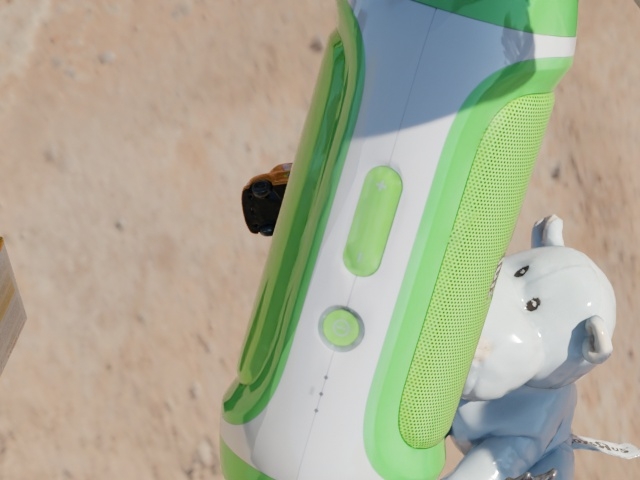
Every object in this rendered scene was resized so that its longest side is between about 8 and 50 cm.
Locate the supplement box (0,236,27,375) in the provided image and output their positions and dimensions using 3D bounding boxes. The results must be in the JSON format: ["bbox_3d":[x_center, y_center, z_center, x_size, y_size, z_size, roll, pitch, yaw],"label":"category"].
[{"bbox_3d":[-0.224,0.045,1.148,0.036,0.098,0.062,13,56,11],"label":"supplement box"}]

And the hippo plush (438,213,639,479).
[{"bbox_3d":[0.165,0.128,1.452,0.294,0.236,0.234,-4,54,-18],"label":"hippo plush"}]

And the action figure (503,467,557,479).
[{"bbox_3d":[0.104,0.218,0.872,0.141,0.275,0.164,42,95,-10],"label":"action figure"}]

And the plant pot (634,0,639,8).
[{"bbox_3d":[0.314,-0.227,1.001,0.293,0.235,0.293,0,97,-1],"label":"plant pot"}]

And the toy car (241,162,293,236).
[{"bbox_3d":[0.000,0.000,1.052,0.060,0.122,0.040,-22,33,14],"label":"toy car"}]

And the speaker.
[{"bbox_3d":[0.037,-0.003,0.915,0.131,0.131,0.296,22,106,22],"label":"speaker"}]
